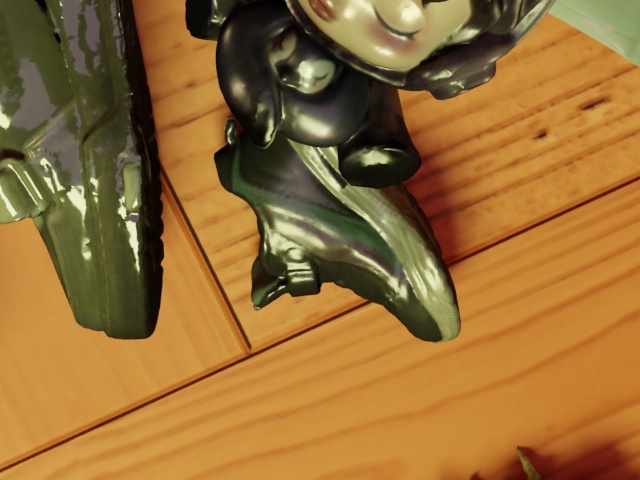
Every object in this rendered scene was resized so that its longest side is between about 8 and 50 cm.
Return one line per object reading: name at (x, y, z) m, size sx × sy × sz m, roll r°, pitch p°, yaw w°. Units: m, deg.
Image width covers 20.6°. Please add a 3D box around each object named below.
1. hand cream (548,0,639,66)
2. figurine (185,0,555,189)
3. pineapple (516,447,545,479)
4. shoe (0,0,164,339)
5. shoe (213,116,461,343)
hand cream at (0.069, -0.188, 0.857) m, size 0.321 × 0.067 × 0.109 m, roll 22°, pitch 107°, yaw -22°
figurine at (0.050, -0.133, 0.791) m, size 0.145 × 0.145 × 0.222 m, roll 27°, pitch 134°, yaw -19°
pineapple at (0.129, 0.193, 1.001) m, size 0.233 × 0.079 × 0.135 m, roll -2°, pitch 109°, yaw -9°
shoe at (-0.159, -0.085, 0.830) m, size 0.149 × 0.109 × 0.292 m, roll -7°, pitch 109°, yaw -3°
shoe at (0.000, 0.000, 0.909) m, size 0.099 × 0.071 × 0.169 m, roll -35°, pitch 109°, yaw 8°
